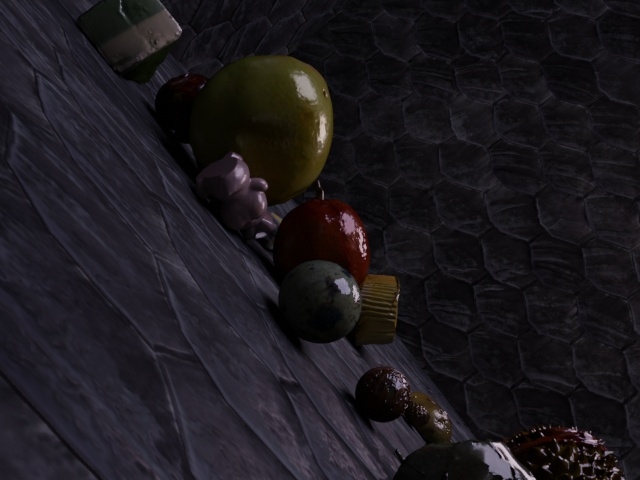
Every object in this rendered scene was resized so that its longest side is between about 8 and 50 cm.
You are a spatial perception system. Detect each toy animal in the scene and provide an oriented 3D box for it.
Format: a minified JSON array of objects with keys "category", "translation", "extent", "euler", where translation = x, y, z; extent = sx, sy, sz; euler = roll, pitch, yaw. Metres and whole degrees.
[{"category":"toy animal","translation":[-0.145,-0.063,1.469],"extent":[0.212,0.124,0.124],"euler":[57,-1,-36]}]

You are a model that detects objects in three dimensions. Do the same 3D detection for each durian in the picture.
[{"category":"durian","translation":[0.447,0.521,1.417],"extent":[0.347,0.347,0.384],"euler":[49,-5,-28]}]

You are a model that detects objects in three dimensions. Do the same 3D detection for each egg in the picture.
[{"category":"egg","translation":[-0.003,0.102,1.293],"extent":[0.141,0.141,0.181],"euler":[50,-5,-18]}]

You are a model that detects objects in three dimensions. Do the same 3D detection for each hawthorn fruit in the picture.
[{"category":"hawthorn fruit","translation":[0.000,0.000,1.591],"extent":[0.205,0.205,0.253],"euler":[-86,168,-85]}]

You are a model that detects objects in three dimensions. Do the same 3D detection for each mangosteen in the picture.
[{"category":"mangosteen","translation":[-0.296,-0.285,1.708],"extent":[0.145,0.156,0.181],"euler":[19,-48,30]}]

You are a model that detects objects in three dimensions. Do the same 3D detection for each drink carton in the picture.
[{"category":"drink carton","translation":[-0.108,-0.017,1.757],"extent":[0.084,0.074,0.200],"euler":[52,2,11]}]

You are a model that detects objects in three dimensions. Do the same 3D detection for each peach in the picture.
[{"category":"peach","translation":[-0.123,-0.232,1.598],"extent":[0.281,0.314,0.316],"euler":[-128,-146,-68]}]

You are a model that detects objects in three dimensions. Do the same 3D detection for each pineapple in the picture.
[{"category":"pineapple","translation":[0.212,0.390,1.809],"extent":[0.058,0.058,0.124],"euler":[48,4,-40]}]

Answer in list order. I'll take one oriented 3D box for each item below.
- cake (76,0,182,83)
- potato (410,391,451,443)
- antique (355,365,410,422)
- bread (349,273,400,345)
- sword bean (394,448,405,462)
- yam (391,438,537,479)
[{"category":"cake","translation":[-0.412,-0.468,1.740],"extent":[0.158,0.172,0.283],"euler":[53,1,-5]},{"category":"potato","translation":[0.276,0.443,1.909],"extent":[0.164,0.081,0.200],"euler":[50,1,-11]},{"category":"antique","translation":[0.111,0.271,1.333],"extent":[0.104,0.104,0.104],"euler":[51,3,-4]},{"category":"bread","translation":[0.138,0.182,1.986],"extent":[0.133,0.179,0.250],"euler":[10,11,4]},{"category":"sword bean","translation":[0.156,0.399,1.335],"extent":[0.083,0.012,0.012],"euler":[51,3,-14]},{"category":"yam","translation":[0.208,0.370,0.906],"extent":[0.271,0.201,0.202],"euler":[46,-1,29]}]
